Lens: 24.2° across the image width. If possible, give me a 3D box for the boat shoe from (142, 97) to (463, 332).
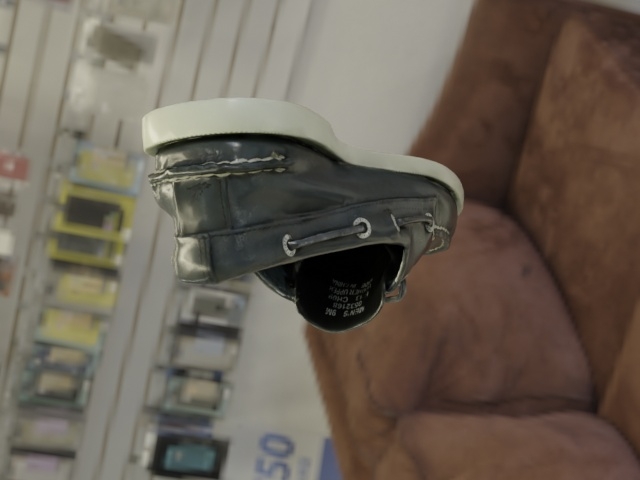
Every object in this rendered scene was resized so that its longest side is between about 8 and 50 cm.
[{"bbox_3d":[0.004,-0.001,0.922,0.340,0.127,0.113,22,-117,-68],"label":"boat shoe"}]
